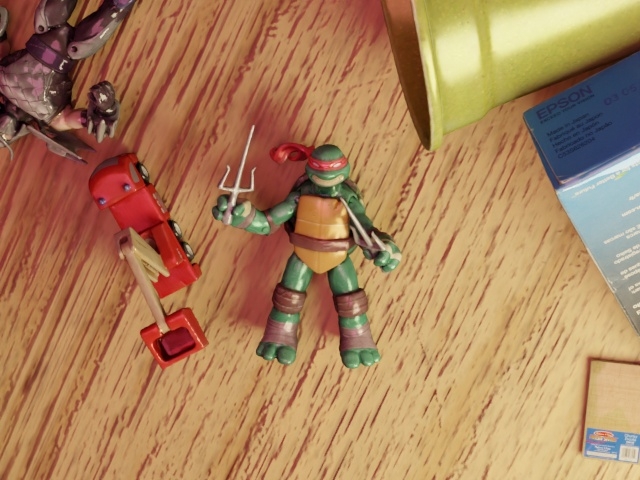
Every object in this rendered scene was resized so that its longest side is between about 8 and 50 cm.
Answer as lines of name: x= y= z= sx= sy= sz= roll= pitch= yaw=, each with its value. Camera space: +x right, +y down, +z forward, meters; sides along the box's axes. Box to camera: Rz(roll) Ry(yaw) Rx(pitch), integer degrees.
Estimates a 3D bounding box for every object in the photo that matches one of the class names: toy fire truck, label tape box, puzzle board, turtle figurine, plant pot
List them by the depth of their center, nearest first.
plant pot: x=0.183 y=-0.239 z=1.639 sx=0.253 sy=0.276 sz=0.276 roll=-14 pitch=98 yaw=-2
label tape box: x=0.350 y=-0.035 z=1.683 sx=0.240 sy=0.106 sz=0.334 roll=-28 pitch=136 yaw=9
turtle figurine: x=0.000 y=0.000 z=1.763 sx=0.175 sy=0.118 sz=0.234 roll=10 pitch=117 yaw=21
toy fire truck: x=-0.161 y=0.014 z=1.778 sx=0.047 sy=0.135 sz=0.192 roll=-28 pitch=95 yaw=12
puzzle board: x=0.313 y=0.164 z=1.800 sx=0.128 sy=0.011 sz=0.096 roll=6 pitch=102 yaw=8

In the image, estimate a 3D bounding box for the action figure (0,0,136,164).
action figure: x=-0.238 y=-0.192 z=1.775 sx=0.185 sy=0.099 sz=0.285 roll=35 pitch=106 yaw=-4
